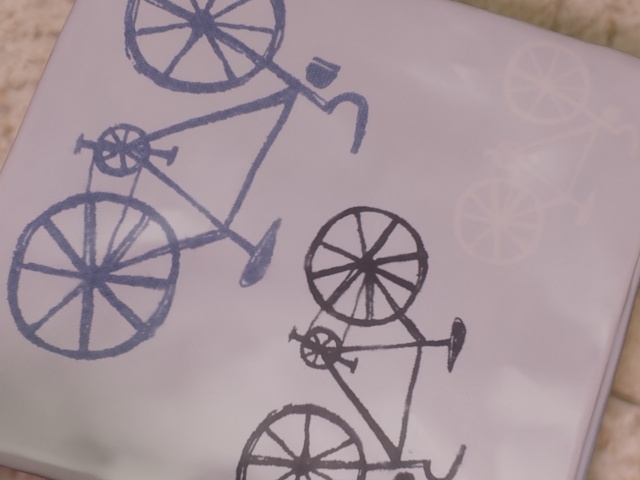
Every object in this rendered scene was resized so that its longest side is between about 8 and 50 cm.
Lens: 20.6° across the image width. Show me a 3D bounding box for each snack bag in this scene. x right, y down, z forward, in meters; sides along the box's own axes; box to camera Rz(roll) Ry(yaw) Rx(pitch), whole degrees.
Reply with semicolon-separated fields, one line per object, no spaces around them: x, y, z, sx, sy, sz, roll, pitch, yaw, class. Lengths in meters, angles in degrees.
0.000;0.000;0.887;0.342;0.037;0.323;16;68;7;snack bag
